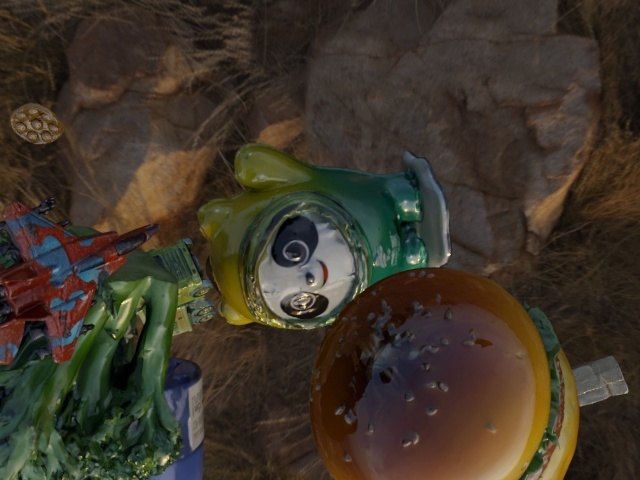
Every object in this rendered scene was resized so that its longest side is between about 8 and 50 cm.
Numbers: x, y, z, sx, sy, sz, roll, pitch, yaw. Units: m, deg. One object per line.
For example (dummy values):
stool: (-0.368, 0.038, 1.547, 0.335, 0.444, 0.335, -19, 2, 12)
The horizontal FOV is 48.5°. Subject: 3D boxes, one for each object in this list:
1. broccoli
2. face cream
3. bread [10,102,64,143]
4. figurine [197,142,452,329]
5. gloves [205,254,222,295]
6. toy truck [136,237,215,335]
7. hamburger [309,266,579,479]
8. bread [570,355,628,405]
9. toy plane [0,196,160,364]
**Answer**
broccoli: (-0.247, 0.109, 0.650, 0.294, 0.265, 0.245, 29, 96, -4)
face cream: (-0.342, 0.344, 1.322, 0.248, 0.249, 0.225, 1, 96, 3)
bread: (-0.609, -0.250, 1.526, 0.110, 0.110, 0.024, -9, 48, 2)
figurine: (0.000, 0.000, 1.036, 0.339, 0.231, 0.324, -13, 114, -14)
gloves: (-0.088, 0.052, 1.266, 0.140, 0.218, 0.131, 17, 113, 42)
toy truck: (-0.195, 0.069, 0.916, 0.100, 0.169, 0.077, -24, 72, -15)
hamburger: (0.089, 0.133, 0.614, 0.246, 0.170, 0.246, -19, 53, 28)
bread: (0.553, 0.287, 1.458, 0.105, 0.152, 0.077, -23, 79, 8)
toy plane: (-0.197, 0.019, 0.574, 0.061, 0.189, 0.130, -8, 106, 23)
